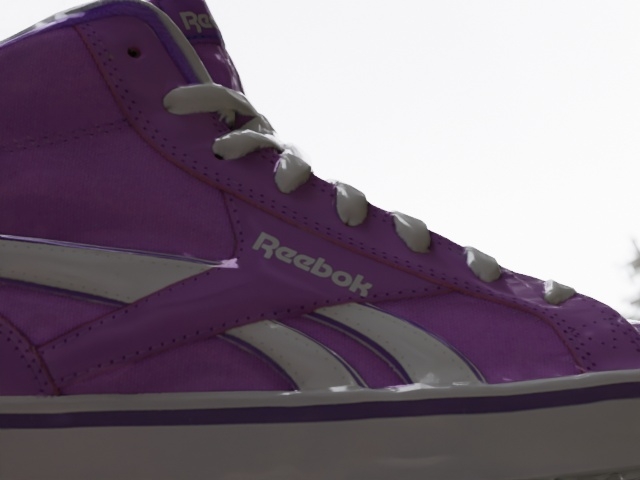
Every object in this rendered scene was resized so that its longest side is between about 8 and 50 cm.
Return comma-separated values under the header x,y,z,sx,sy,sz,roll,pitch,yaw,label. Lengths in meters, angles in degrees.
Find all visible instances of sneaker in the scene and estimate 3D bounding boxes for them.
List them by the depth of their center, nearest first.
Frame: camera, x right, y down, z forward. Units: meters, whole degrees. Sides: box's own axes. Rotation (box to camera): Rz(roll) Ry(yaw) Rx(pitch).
x,y,z,sx,sy,sz,roll,pitch,yaw,label
0.000,0.000,0.566,0.282,0.161,0.102,2,-16,-1,sneaker
